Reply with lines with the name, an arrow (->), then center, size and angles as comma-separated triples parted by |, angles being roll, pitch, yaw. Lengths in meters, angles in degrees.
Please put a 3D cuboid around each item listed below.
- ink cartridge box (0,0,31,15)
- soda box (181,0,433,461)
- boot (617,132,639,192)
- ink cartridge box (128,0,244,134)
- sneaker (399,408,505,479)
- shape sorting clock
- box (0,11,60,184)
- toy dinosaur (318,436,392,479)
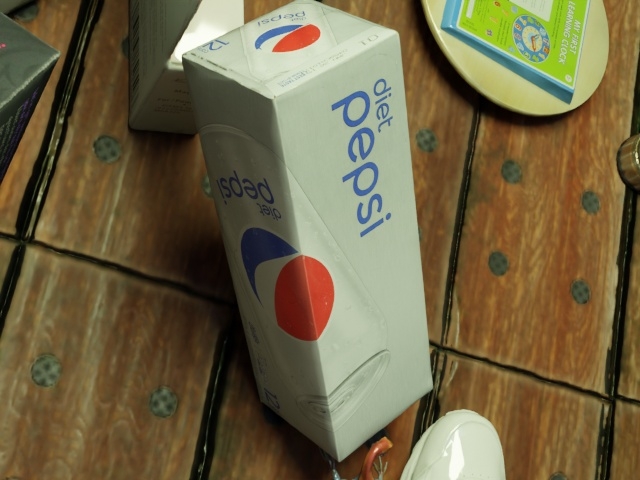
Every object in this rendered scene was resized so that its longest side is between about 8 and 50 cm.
ink cartridge box -> -0.257, -0.250, 0.723 | 0.212, 0.093, 0.154 | 47, 34, -9
soda box -> 0.000, 0.000, 0.716 | 0.098, 0.091, 0.286 | -32, 132, -28
boot -> 0.378, -0.107, 1.001 | 0.219, 0.106, 0.082 | -28, 89, -28
ink cartridge box -> -0.081, -0.240, 0.748 | 0.060, 0.239, 0.275 | 3, 75, -21
sneaker -> 0.111, 0.232, 0.780 | 0.090, 0.115, 0.232 | 12, 71, -22
shape sorting clock -> 0.169, -0.204, 0.968 | 0.206, 0.040, 0.206 | 9, 69, -24
box -> -0.291, -0.038, 0.594 | 0.165, 0.143, 0.270 | 34, 43, -5
toy dinosaur -> 0.036, 0.176, 0.779 | 0.047, 0.082, 0.090 | -14, 62, -23
